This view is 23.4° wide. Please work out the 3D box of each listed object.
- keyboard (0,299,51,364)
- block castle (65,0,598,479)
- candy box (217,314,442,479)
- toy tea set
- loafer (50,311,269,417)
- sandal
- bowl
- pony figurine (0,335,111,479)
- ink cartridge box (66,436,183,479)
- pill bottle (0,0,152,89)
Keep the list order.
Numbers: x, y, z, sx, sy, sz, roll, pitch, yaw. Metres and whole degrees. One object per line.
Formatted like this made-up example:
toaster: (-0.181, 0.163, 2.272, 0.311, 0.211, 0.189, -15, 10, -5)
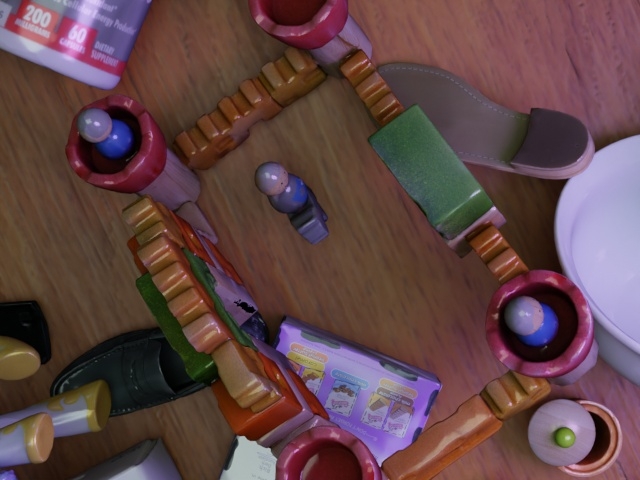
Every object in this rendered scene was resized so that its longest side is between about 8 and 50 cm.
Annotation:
keyboard: (-0.363, 0.080, 1.516, 0.192, 0.038, 0.100, -4, 117, 0)
block castle: (0.000, 0.000, 1.327, 0.303, 0.213, 0.453, -37, 67, 6)
candy box: (0.003, 0.194, 1.494, 0.164, 0.070, 0.196, 22, 94, -1)
toy tea set: (0.259, 0.317, 1.473, 0.200, 0.124, 0.336, -25, 94, 2)
loafer: (-0.157, 0.119, 1.486, 0.223, 0.078, 0.076, -19, 93, 2)
sandal: (0.151, -0.096, 1.466, 0.240, 0.079, 0.088, 19, 74, 30)
bowl: (0.346, 0.049, 1.419, 0.297, 0.298, 0.134, 10, 138, 0)
pony figurine: (-0.402, 0.219, 1.361, 0.363, 0.351, 0.303, -3, 128, 12)
ink cartridge box: (-0.187, 0.380, 1.481, 0.226, 0.131, 0.306, -28, 95, 3)
pill bottle: (-0.208, -0.296, 1.415, 0.161, 0.161, 0.283, 23, 95, -1)
